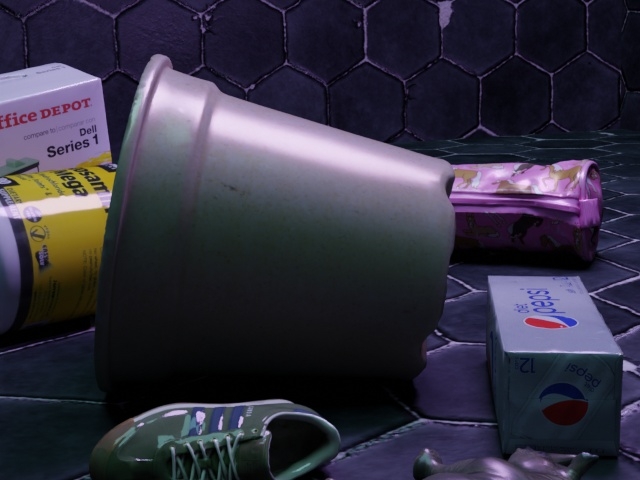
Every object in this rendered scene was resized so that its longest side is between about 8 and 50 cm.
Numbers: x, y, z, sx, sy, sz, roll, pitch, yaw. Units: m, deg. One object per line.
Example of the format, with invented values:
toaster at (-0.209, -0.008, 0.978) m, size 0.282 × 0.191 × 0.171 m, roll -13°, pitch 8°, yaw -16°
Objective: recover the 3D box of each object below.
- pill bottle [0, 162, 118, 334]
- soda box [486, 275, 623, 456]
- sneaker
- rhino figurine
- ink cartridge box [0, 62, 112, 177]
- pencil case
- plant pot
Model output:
pill bottle at (-0.297, 0.001, 1.423) m, size 0.334 × 0.188 × 0.188 m, roll -11°, pitch 14°, yaw -42°
soda box at (0.205, 0.105, 1.035) m, size 0.098 × 0.091 × 0.286 m, roll 0°, pitch 11°, yaw 5°
sneaker at (-0.071, 0.159, 0.859) m, size 0.192 × 0.064 × 0.086 m, roll -5°, pitch 6°, yaw -34°
rhino figurine at (0.100, 0.175, 0.726) m, size 0.243 × 0.073 × 0.106 m, roll -9°, pitch 9°, yaw -41°
ink cartridge box at (-0.391, -0.078, 1.522) m, size 0.201 × 0.278 × 0.117 m, roll -22°, pitch 29°, yaw -36°
pencil case at (0.235, -0.051, 1.706) m, size 0.386 × 0.160 × 0.167 m, roll 3°, pitch 40°, yaw 22°
plant pot at (-0.036, 0.008, 1.113) m, size 0.305 × 0.334 × 0.334 m, roll 10°, pitch 10°, yaw -2°
